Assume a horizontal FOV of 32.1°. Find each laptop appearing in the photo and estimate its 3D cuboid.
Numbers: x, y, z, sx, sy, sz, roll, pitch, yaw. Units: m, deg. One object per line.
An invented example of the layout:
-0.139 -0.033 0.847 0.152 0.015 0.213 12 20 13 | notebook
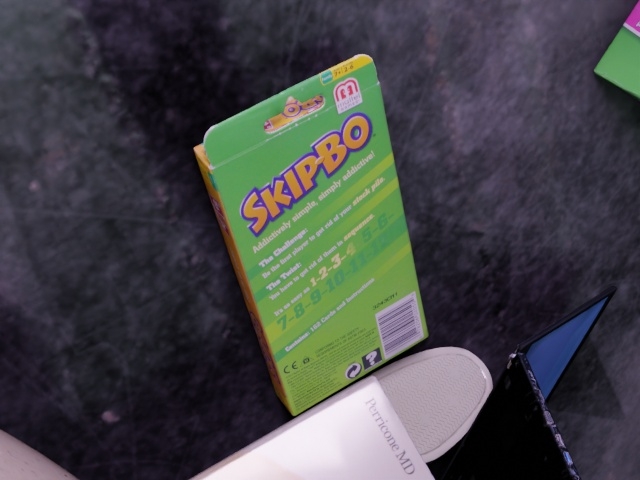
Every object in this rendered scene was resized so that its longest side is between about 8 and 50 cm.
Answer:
0.170 0.198 0.862 0.137 0.264 0.234 8 126 -19 | laptop

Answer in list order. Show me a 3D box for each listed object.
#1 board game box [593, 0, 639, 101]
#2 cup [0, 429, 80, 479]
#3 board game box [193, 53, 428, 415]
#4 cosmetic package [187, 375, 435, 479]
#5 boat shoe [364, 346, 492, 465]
0.382 -0.212 0.856 0.242 0.064 0.316 20 107 -41 | board game box
-0.285 0.178 0.529 0.331 0.331 0.237 -40 108 -5 | cup
0.000 0.000 0.760 0.124 0.039 0.259 -29 134 -16 | board game box
-0.064 0.237 0.745 0.309 0.160 0.113 -30 172 -13 | cosmetic package
0.035 0.163 0.883 0.233 0.084 0.079 -35 172 -19 | boat shoe
